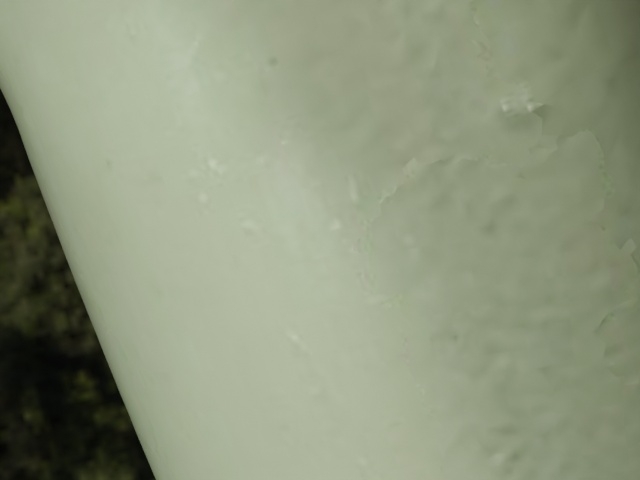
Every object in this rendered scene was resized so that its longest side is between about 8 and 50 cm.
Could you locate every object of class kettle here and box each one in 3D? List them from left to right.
[{"bbox_3d":[0.000,0.000,0.387,0.240,0.255,0.165,-22,17,1],"label":"kettle"}]
